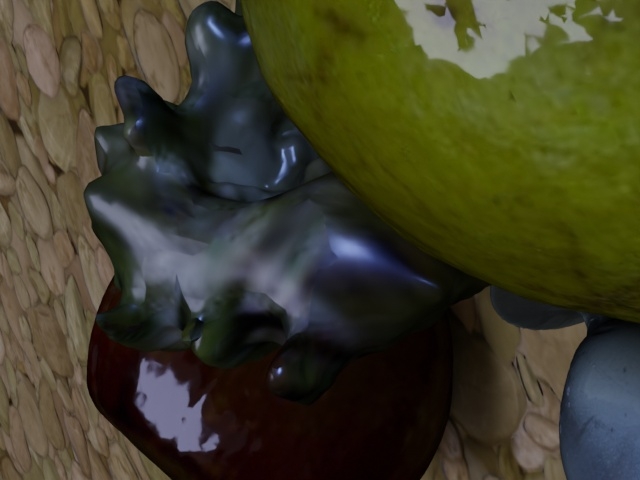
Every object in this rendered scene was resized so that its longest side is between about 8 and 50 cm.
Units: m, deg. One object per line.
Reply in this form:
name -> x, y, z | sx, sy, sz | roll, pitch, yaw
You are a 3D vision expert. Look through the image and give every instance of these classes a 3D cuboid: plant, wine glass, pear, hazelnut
plant -> 0.024, 0.024, 0.889 | 0.180, 0.251, 0.333 | 40, 160, 32
wine glass -> 0.150, 0.085, 0.851 | 0.093, 0.093, 0.202 | 102, 155, -48
pear -> 0.134, -0.107, 0.592 | 0.375, 0.287, 0.287 | 21, 128, 36
hazelnut -> -0.022, 0.072, 1.159 | 0.234, 0.218, 0.218 | 36, 141, 24
